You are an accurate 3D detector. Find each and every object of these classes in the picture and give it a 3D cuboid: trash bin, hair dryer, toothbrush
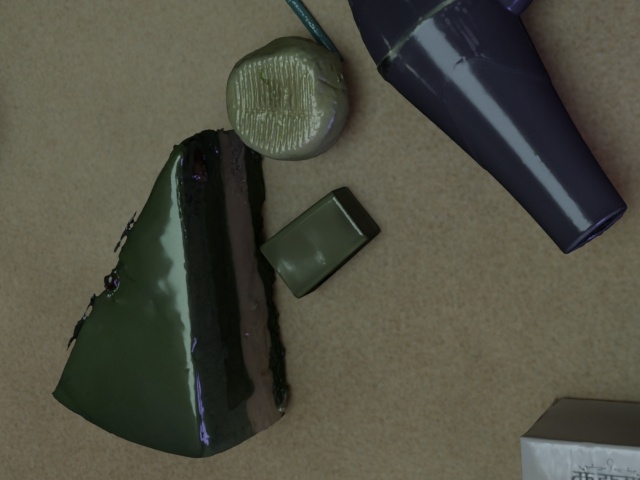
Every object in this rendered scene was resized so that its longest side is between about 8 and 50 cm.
[{"bbox_3d":[0.000,0.000,1.233,0.092,0.043,0.061,-41,82,27],"label":"trash bin"},{"bbox_3d":[0.214,-0.200,1.043,0.361,0.121,0.301,-41,76,21],"label":"hair dryer"},{"bbox_3d":[-0.033,-0.222,1.212,0.011,0.014,0.167,-39,83,20],"label":"toothbrush"}]

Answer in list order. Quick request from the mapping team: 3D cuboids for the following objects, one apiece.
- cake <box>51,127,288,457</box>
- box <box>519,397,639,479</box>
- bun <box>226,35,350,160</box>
[{"bbox_3d":[-0.091,0.056,1.234,0.172,0.158,0.283,33,112,16],"label":"cake"},{"bbox_3d":[0.306,0.246,1.092,0.274,0.116,0.203,1,102,28],"label":"box"},{"bbox_3d":[-0.025,-0.125,1.200,0.115,0.069,0.115,7,104,27],"label":"bun"}]
